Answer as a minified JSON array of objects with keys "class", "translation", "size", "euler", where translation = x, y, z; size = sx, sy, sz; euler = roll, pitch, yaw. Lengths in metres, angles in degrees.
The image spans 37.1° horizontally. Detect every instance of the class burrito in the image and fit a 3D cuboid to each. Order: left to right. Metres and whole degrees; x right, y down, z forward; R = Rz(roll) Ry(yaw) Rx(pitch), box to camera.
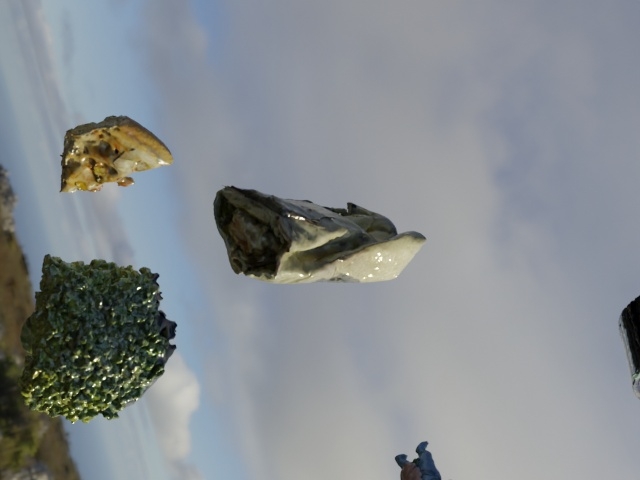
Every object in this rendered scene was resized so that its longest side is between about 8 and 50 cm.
[{"class":"burrito","translation":[0.002,0.002,1.544],"size":[0.190,0.332,0.135],"euler":[19,-81,47]}]

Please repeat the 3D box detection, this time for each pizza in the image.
[{"class":"pizza","translation":[-0.489,-0.180,2.124],"size":[0.189,0.297,0.071],"euler":[50,34,-43]}]

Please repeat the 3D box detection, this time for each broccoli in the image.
[{"class":"broccoli","translation":[-0.352,0.121,1.318],"size":[0.180,0.273,0.242],"euler":[44,58,-58]}]

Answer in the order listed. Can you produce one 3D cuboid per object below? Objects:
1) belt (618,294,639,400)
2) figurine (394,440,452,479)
[{"class":"belt","translation":[0.349,0.095,0.848],"size":[0.198,0.151,0.078],"euler":[38,41,-49]},{"class":"figurine","translation":[0.201,0.429,1.606],"size":[0.114,0.145,0.178],"euler":[-47,-131,30]}]
